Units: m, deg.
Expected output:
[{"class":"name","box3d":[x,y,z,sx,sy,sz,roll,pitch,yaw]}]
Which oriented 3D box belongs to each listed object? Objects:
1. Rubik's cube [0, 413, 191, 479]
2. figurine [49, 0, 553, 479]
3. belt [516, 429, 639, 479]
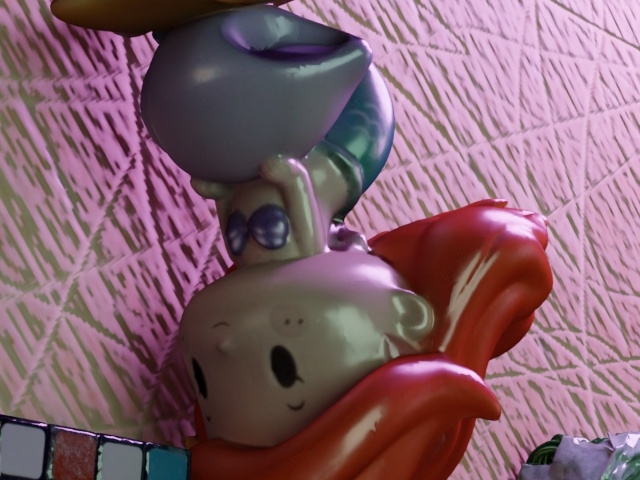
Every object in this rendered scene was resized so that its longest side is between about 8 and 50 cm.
[{"class":"Rubik's cube","box3d":[-0.113,0.122,0.680,0.092,0.092,0.092,17,68,-39]},{"class":"figurine","box3d":[0.004,0.000,0.765,0.208,0.181,0.257,-37,115,-80]},{"class":"belt","box3d":[0.164,0.170,0.933,0.121,0.079,0.151,-10,86,-43]}]
